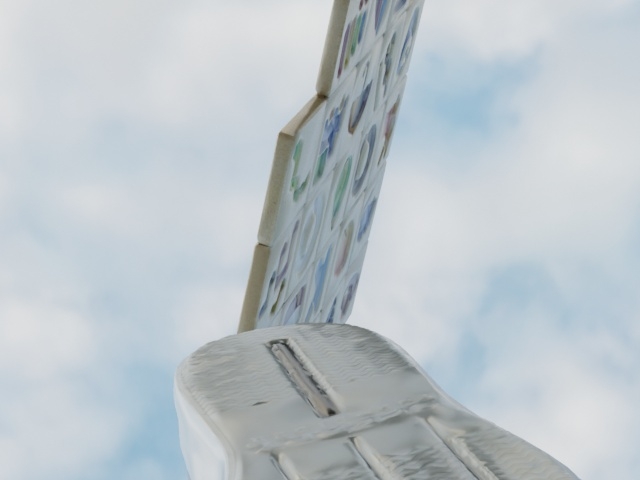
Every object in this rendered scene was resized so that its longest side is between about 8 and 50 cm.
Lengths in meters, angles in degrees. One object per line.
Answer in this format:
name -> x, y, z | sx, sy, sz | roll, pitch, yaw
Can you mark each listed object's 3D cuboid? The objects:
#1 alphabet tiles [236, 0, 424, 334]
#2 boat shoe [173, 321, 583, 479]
alphabet tiles -> 0.000, 0.000, 0.929 | 0.011, 0.343, 0.285 | 17, -154, 9
boat shoe -> 0.017, 0.102, 0.457 | 0.109, 0.302, 0.094 | -11, -76, -5
